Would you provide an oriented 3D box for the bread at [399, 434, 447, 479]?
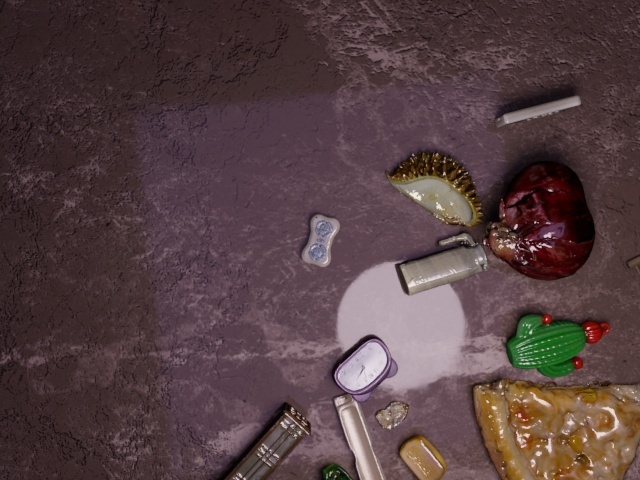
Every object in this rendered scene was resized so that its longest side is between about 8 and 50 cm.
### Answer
[{"bbox_3d":[0.245,0.515,1.672,0.115,0.056,0.082,46,108,12],"label":"bread"}]

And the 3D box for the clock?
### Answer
[{"bbox_3d":[0.108,0.307,1.667,0.153,0.050,0.110,-41,83,-5],"label":"clock"}]

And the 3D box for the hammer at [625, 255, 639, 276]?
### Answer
[{"bbox_3d":[0.776,0.092,1.700,0.035,0.019,0.110,-29,92,0],"label":"hammer"}]

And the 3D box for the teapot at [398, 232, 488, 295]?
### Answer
[{"bbox_3d":[0.287,0.052,1.673,0.200,0.077,0.107,-17,70,0],"label":"teapot"}]

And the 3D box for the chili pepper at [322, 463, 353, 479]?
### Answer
[{"bbox_3d":[0.071,0.647,1.664,0.100,0.074,0.257,-23,82,-16],"label":"chili pepper"}]

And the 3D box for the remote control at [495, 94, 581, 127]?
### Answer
[{"bbox_3d":[0.514,-0.304,1.668,0.190,0.087,0.029,-15,93,-1],"label":"remote control"}]

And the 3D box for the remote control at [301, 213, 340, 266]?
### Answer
[{"bbox_3d":[0.000,0.000,1.690,0.074,0.032,0.122,14,88,0],"label":"remote control"}]

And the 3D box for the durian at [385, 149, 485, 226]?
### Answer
[{"bbox_3d":[0.286,-0.128,1.674,0.252,0.144,0.139,32,127,-6],"label":"durian"}]

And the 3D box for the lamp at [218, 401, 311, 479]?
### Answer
[{"bbox_3d":[-0.158,0.532,1.656,0.090,0.089,0.325,43,90,-1],"label":"lamp"}]

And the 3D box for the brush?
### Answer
[{"bbox_3d":[0.109,0.519,1.681,0.060,0.050,0.321,-20,82,2],"label":"brush"}]

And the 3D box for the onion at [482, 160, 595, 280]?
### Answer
[{"bbox_3d":[0.507,-0.048,1.603,0.281,0.221,0.281,0,91,-19],"label":"onion"}]

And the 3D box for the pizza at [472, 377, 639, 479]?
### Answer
[{"bbox_3d":[0.569,0.524,1.664,0.435,0.080,0.392,2,89,2],"label":"pizza"}]

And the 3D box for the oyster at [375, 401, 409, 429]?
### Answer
[{"bbox_3d":[0.177,0.415,1.692,0.083,0.019,0.054,-33,88,2],"label":"oyster"}]

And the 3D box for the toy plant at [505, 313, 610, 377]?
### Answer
[{"bbox_3d":[0.555,0.250,1.666,0.240,0.088,0.154,9,101,-11],"label":"toy plant"}]
